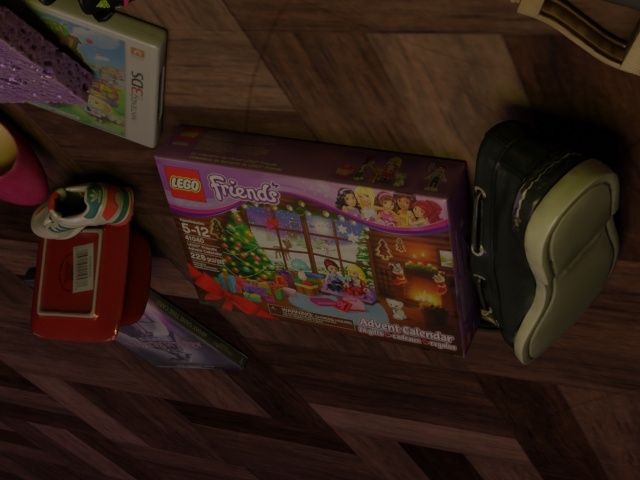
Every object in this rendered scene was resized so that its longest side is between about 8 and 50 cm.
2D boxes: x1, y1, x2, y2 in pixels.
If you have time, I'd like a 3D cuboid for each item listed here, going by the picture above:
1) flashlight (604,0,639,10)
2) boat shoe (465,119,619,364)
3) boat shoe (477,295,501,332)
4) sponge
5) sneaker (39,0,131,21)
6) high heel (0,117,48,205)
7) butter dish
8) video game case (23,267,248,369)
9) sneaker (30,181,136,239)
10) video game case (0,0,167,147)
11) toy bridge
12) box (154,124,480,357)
[{"bbox_3d":[0.227,-0.102,0.702,0.304,0.103,0.103,53,170,-23],"label":"flashlight"},{"bbox_3d":[0.177,0.004,1.055,0.113,0.127,0.340,43,173,23],"label":"boat shoe"},{"bbox_3d":[0.103,0.058,1.268,0.228,0.068,0.081,-2,148,40],"label":"boat shoe"},{"bbox_3d":[-0.297,-0.173,1.026,0.117,0.031,0.210,5,163,28],"label":"sponge"},{"bbox_3d":[-0.147,-0.197,0.908,0.170,0.074,0.063,11,155,18],"label":"sneaker"},{"bbox_3d":[-0.352,-0.106,1.223,0.244,0.082,0.117,53,169,-34],"label":"high heel"},{"bbox_3d":[-0.255,0.043,1.451,0.160,0.160,0.118,-1,172,39],"label":"butter dish"},{"bbox_3d":[-0.258,0.112,1.715,0.196,0.026,0.274,-4,146,42],"label":"video game case"},{"bbox_3d":[-0.281,-0.038,1.348,0.161,0.057,0.075,-8,164,39],"label":"sneaker"},{"bbox_3d":[-0.245,-0.168,1.108,0.212,0.023,0.193,20,156,-1],"label":"video game case"},{"bbox_3d":[0.218,-0.137,0.820,0.188,0.026,0.063,18,157,4],"label":"toy bridge"},{"bbox_3d":[0.000,0.000,1.165,0.293,0.057,0.201,9,135,23],"label":"box"}]
